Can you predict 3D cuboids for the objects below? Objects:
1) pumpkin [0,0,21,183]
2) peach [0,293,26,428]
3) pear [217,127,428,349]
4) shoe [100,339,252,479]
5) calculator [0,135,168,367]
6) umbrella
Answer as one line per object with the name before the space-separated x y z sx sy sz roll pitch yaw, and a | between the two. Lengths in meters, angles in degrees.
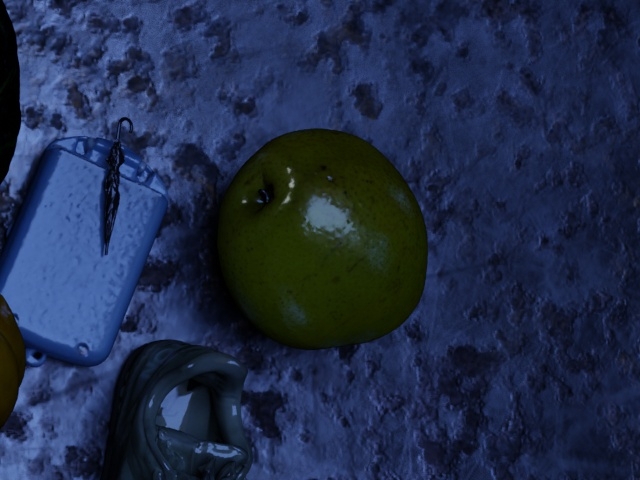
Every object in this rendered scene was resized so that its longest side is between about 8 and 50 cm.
pumpkin | -0.359 -0.098 1.252 0.315 0.238 0.315 -29 132 -38
peach | -0.298 0.099 1.333 0.138 0.138 0.138 4 80 -23
pear | -0.001 -0.001 1.458 0.198 0.198 0.198 4 80 -23
shoe | -0.120 0.221 1.383 0.109 0.149 0.292 8 77 -24
calculator | -0.210 0.011 1.435 0.121 0.039 0.210 24 73 -17
umbrella | -0.178 -0.048 1.429 0.022 0.013 0.122 20 73 -42
